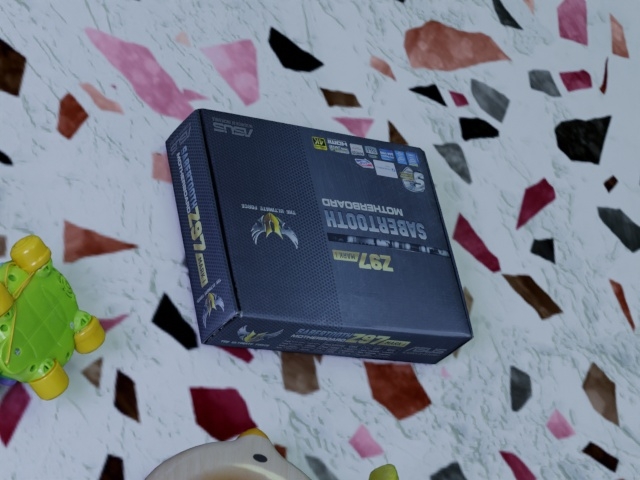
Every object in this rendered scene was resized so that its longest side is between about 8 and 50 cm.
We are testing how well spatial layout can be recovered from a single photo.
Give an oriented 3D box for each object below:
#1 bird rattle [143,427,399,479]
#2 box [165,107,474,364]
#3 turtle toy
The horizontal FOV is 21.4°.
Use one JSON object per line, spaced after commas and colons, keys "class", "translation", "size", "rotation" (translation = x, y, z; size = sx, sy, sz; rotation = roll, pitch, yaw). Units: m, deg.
{"class": "bird rattle", "translation": [-0.048, 0.235, 1.136], "size": [0.253, 0.143, 0.207], "rotation": [-30, 70, -33]}
{"class": "box", "translation": [0.000, 0.000, 1.349], "size": [0.233, 0.059, 0.183], "rotation": [8, 58, -34]}
{"class": "turtle toy", "translation": [-0.209, 0.063, 1.132], "size": [0.095, 0.066, 0.130], "rotation": [60, 41, -23]}
